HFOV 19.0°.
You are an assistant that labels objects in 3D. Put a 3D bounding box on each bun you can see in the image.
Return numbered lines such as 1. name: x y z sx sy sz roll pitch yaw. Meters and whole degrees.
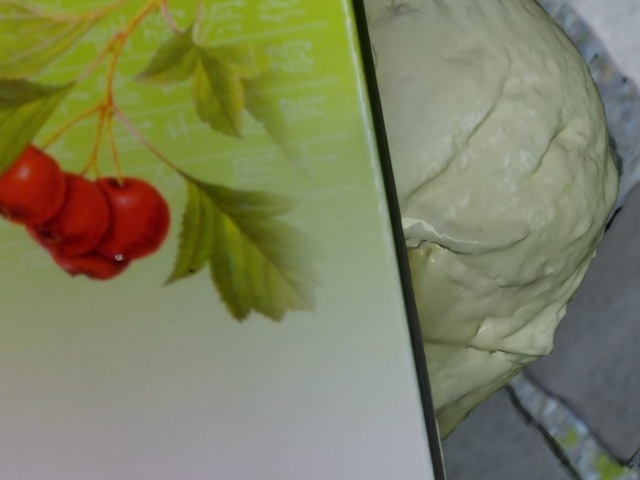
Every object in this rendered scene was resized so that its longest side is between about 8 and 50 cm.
1. bun: 0.000 0.000 0.535 0.188 0.111 0.164 -18 120 -22

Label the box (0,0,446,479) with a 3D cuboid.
1. box: -0.060 0.048 0.456 0.175 0.062 0.260 -9 116 4
